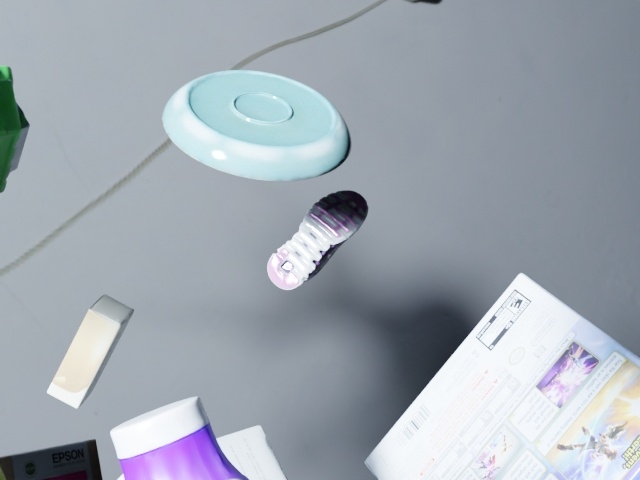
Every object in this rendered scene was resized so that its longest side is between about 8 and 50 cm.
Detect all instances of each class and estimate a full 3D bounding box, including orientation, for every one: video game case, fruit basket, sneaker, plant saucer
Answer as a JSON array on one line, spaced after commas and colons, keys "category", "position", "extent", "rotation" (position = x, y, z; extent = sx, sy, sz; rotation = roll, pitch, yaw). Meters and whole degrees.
[{"category": "video game case", "position": [0.196, 0.199, 0.763], "extent": [0.061, 0.244, 0.270], "rotation": [35, 96, -33]}, {"category": "fruit basket", "position": [-0.607, -0.256, 1.287], "extent": [0.165, 0.327, 0.353], "rotation": [-13, 67, -36]}, {"category": "sneaker", "position": [0.000, 0.000, 1.535], "extent": [0.236, 0.104, 0.095], "rotation": [-46, 74, 4]}, {"category": "plant saucer", "position": [-0.099, -0.204, 1.304], "extent": [0.317, 0.318, 0.044], "rotation": [-4, 130, -22]}]

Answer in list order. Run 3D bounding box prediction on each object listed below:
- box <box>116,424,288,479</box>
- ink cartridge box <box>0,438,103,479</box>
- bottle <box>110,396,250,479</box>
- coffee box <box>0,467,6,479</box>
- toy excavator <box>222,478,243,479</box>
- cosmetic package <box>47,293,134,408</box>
[{"category": "box", "position": [-0.112, 0.313, 0.812], "extent": [0.181, 0.181, 0.119], "rotation": [-5, 146, -49]}, {"category": "ink cartridge box", "position": [-0.507, 0.479, 1.444], "extent": [0.234, 0.088, 0.193], "rotation": [7, 67, -58]}, {"category": "bottle", "position": [-0.067, 0.252, 0.545], "extent": [0.118, 0.092, 0.283], "rotation": [-22, 86, 19]}, {"category": "coffee box", "position": [-0.620, 0.233, 0.854], "extent": [0.334, 0.338, 0.338], "rotation": [-40, 153, -1]}, {"category": "toy excavator", "position": [0.049, 0.157, 0.097], "extent": [0.222, 0.445, 0.433], "rotation": [-5, 136, -23]}, {"category": "cosmetic package", "position": [-0.259, 0.124, 0.893], "extent": [0.041, 0.060, 0.115], "rotation": [29, 102, -4]}]
